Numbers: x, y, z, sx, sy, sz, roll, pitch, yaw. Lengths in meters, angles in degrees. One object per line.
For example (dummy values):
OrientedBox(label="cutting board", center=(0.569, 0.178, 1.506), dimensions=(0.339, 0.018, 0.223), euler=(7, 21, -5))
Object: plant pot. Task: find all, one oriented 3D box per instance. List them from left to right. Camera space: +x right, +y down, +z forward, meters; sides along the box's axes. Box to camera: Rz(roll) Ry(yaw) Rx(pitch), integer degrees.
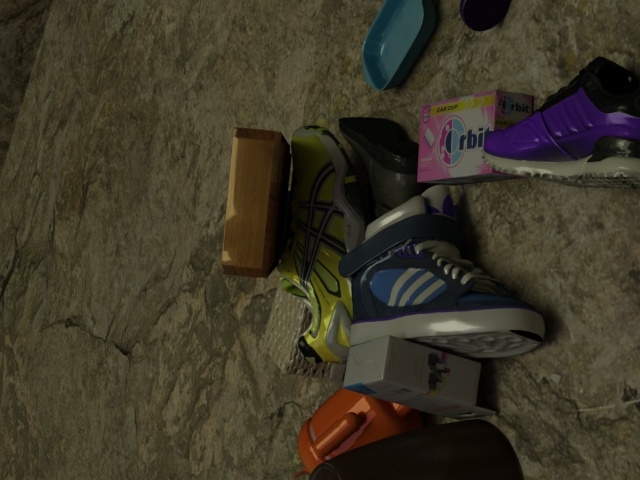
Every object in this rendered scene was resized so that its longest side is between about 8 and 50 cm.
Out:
OrientedBox(label="plant pot", center=(0.105, 0.336, 1.699), dimensions=(0.215, 0.230, 0.215), euler=(-14, 74, 61))

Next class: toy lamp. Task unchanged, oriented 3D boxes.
OrientedBox(label="toy lamp", center=(0.167, -0.382, 1.852), dimensions=(0.275, 0.080, 0.080), euler=(52, 131, 49))

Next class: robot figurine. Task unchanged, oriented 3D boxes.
OrientedBox(label="robot figurine", center=(0.057, 0.266, 1.874), dimensions=(0.219, 0.128, 0.158), euler=(-45, 17, 18))

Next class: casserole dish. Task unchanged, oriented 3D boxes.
OrientedBox(label="casserole dish", center=(0.119, -0.304, 1.972), dimensions=(0.188, 0.037, 0.114), euler=(-59, 38, 41))

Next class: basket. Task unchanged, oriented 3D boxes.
OrientedBox(label="basket", center=(-0.013, 0.125, 2.085), dimensions=(0.113, 0.103, 0.167), euler=(45, 126, 56))

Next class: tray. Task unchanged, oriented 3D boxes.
OrientedBox(label="tray", center=(-0.091, -0.057, 2.024), dimensions=(0.411, 0.076, 0.203), euler=(-52, -33, -88))

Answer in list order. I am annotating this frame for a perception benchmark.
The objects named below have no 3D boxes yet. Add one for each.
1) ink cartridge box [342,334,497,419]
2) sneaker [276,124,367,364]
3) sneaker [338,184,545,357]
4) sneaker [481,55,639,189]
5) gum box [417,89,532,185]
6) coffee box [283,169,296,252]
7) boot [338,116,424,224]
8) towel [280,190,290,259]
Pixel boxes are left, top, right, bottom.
OrientedBox(label="ink cartridge box", center=(0.135, 0.181, 1.735), dimensions=(0.104, 0.181, 0.061), euler=(-22, 53, 59))
OrientedBox(label="sneaker", center=(0.000, 0.000, 1.961), dimensions=(0.145, 0.147, 0.385), euler=(79, 176, -64))
OrientedBox(label="sneaker", center=(0.164, 0.028, 1.744), dimensions=(0.323, 0.130, 0.236), euler=(-10, 66, 49))
OrientedBox(label="sneaker", center=(0.306, -0.138, 1.543), dimensions=(0.293, 0.102, 0.146), euler=(9, 90, 57))
OrientedBox(label="gum box", center=(0.199, -0.133, 1.767), dimensions=(0.188, 0.062, 0.107), euler=(-4, 83, 62))
OrientedBox(label="coffee box", center=(-0.013, -0.059, 2.177), dimensions=(0.113, 0.040, 0.184), euler=(21, 105, 61))
OrientedBox(label="boot", center=(0.084, -0.084, 1.969), dimensions=(0.246, 0.083, 0.161), euler=(-132, 42, -59))
OrientedBox(label="towel", center=(-0.057, -0.026, 2.269), dimensions=(0.067, 0.029, 0.119), euler=(8, 93, 61))
